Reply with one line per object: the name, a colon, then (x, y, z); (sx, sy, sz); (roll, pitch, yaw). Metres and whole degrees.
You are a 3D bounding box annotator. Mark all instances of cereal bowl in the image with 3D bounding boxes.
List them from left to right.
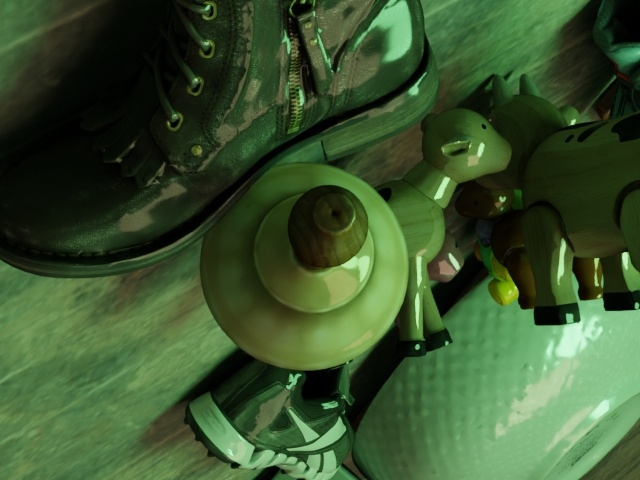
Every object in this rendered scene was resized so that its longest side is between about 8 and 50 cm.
cereal bowl: (0.198, 0.136, 1.519); (0.339, 0.141, 0.339); (-37, 158, -18)

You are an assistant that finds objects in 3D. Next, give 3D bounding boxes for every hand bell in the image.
hand bell: (0.000, 0.000, 0.891); (0.126, 0.126, 0.242); (-40, 177, -8)

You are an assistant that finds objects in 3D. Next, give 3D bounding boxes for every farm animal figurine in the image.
farm animal figurine: (0.146, -0.029, 1.116); (0.326, 0.172, 0.330); (-6, -177, 36)

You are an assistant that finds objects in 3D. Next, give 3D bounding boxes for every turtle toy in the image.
turtle toy: (0.161, -0.012, 1.335); (0.095, 0.066, 0.130); (-37, 158, -14)

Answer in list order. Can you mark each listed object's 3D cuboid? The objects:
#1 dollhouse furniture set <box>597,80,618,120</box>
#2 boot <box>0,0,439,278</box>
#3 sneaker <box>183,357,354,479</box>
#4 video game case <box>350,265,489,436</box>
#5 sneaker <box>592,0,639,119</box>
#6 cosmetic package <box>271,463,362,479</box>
dollhouse furniture set: (0.395, -0.070, 1.455); (0.152, 0.201, 0.374); (-47, 158, 11)
boot: (-0.056, -0.113, 0.748); (0.263, 0.091, 0.229); (-27, 145, -11)
sneaker: (-0.009, 0.126, 1.283); (0.106, 0.078, 0.234); (-44, 157, 10)
video game case: (0.163, 0.071, 1.559); (0.285, 0.025, 0.204); (-52, 158, 22)
sneaker: (0.240, -0.149, 1.212); (0.125, 0.104, 0.262); (-13, 144, -23)
cosmetic package: (-0.042, 0.300, 1.489); (0.238, 0.107, 0.127); (-51, 162, -6)
